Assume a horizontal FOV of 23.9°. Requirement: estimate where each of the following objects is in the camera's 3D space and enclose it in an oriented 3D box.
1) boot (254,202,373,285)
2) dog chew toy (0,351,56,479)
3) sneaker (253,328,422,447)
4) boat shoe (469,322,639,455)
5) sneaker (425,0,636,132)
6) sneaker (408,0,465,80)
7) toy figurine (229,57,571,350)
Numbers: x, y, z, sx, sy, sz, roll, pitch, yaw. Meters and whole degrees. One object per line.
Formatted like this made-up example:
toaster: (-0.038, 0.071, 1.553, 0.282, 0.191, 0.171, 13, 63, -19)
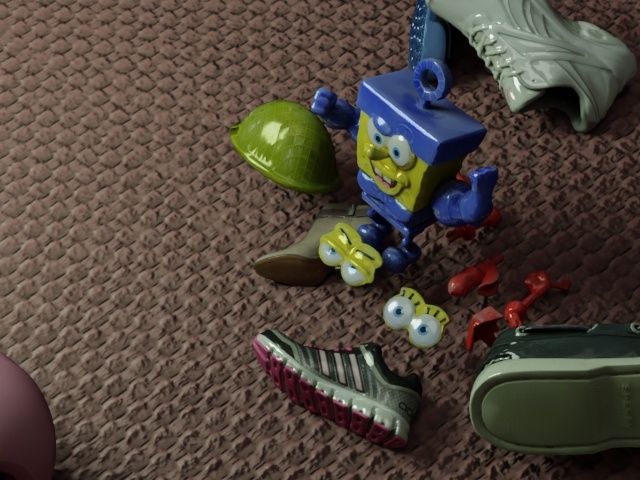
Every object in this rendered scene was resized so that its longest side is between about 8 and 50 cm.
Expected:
boot: (0.000, 0.000, 1.481, 0.118, 0.042, 0.087, 3, 47, 9)
dog chew toy: (-0.374, 0.139, 1.337, 0.206, 0.207, 0.332, -34, 48, -16)
sneaker: (0.020, 0.119, 1.371, 0.170, 0.063, 0.075, 27, 62, 20)
boat shoe: (0.300, 0.123, 1.293, 0.340, 0.127, 0.113, -2, 30, 10)
sneaker: (0.201, -0.190, 1.529, 0.232, 0.090, 0.115, 28, 70, 1)
sneaker: (0.153, -0.269, 1.630, 0.090, 0.081, 0.232, 14, 66, -6)
toy figurine: (0.084, -0.097, 1.398, 0.191, 0.217, 0.362, -23, 52, -32)
